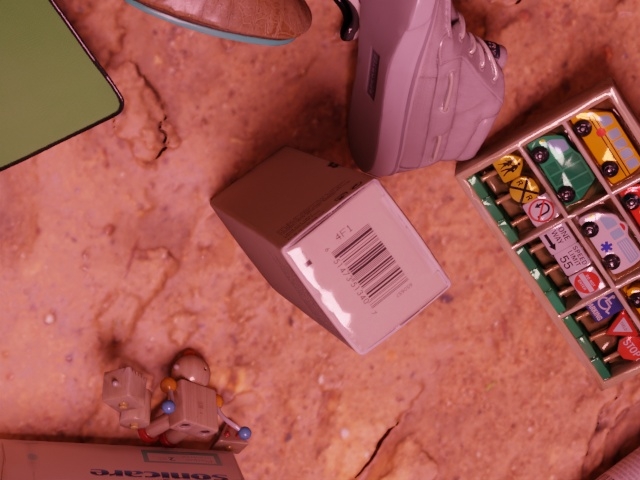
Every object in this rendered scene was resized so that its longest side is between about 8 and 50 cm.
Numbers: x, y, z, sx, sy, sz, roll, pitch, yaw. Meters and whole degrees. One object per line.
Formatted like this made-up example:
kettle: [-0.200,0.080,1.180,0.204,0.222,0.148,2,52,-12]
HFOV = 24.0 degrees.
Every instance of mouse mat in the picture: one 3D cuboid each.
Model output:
mouse mat: [-0.267,-0.151,1.227,0.152,0.007,0.190,-22,119,21]

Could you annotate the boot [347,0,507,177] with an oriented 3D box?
boot: [0.103,-0.171,1.304,0.123,0.095,0.258,-9,136,-21]

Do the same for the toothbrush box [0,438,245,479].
toothbrush box: [-0.187,0.334,1.313,0.216,0.126,0.296,4,103,-13]

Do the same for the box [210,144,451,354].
box: [0.000,0.000,1.239,0.094,0.275,0.113,-38,108,-7]

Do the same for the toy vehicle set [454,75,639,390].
toy vehicle set: [0.265,-0.002,1.403,0.166,0.035,0.267,-31,108,19]

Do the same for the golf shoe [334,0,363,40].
golf shoe: [0.004,-0.259,1.304,0.086,0.067,0.186,-39,107,-4]

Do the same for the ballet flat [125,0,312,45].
ballet flat: [-0.159,-0.257,1.214,0.342,0.116,0.124,16,123,-6]

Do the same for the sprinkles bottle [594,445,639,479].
sprinkles bottle: [0.337,0.251,1.458,0.355,0.121,0.121,-35,107,-7]

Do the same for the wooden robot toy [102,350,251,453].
wooden robot toy: [-0.130,0.136,1.345,0.173,0.076,0.079,27,51,-41]
